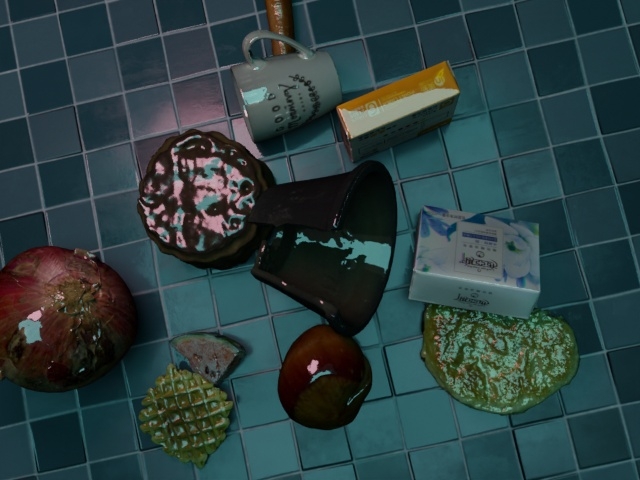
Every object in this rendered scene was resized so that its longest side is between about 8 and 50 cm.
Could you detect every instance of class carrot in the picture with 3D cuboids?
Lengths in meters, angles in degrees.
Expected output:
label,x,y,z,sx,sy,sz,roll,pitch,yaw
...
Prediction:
label,x,y,z,sx,sy,sz,roll,pitch,yaw
carrot,-0.098,-0.537,1.796,0.067,0.067,0.225,-6,86,3

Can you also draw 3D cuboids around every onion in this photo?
label,x,y,z,sx,sy,sz,roll,pitch,yaw
onion,-0.587,0.170,1.617,0.353,0.353,0.354,0,84,3

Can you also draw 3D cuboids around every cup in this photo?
label,x,y,z,sx,sy,sz,roll,pitch,yaw
cup,-0.084,-0.378,1.692,0.234,0.258,0.186,-20,44,-5

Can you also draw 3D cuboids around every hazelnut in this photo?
label,x,y,z,sx,sy,sz,roll,pitch,yaw
hazelnut,0.002,0.309,1.618,0.217,0.251,0.217,-6,44,6

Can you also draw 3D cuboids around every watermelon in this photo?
label,x,y,z,sx,sy,sz,roll,pitch,yaw
watermelon,-0.261,0.276,1.724,0.187,0.071,0.139,6,103,18

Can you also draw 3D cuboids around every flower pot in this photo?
label,x,y,z,sx,sy,sz,roll,pitch,yaw
flower pot,0.000,0.000,1.607,0.251,0.379,0.379,8,84,26

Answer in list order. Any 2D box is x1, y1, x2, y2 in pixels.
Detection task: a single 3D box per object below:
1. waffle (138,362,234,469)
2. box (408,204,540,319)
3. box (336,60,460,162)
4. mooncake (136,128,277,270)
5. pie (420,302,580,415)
label,x,y,z,sx,sy,sz,roll,pitch,yaw
waffle,-0.315,0.410,1.703,0.214,0.054,0.208,29,101,3
box,0.346,0.046,1.638,0.274,0.116,0.203,10,51,5
box,0.177,-0.291,1.676,0.273,0.221,0.091,-23,81,3
mooncake,-0.261,-0.092,1.699,0.324,0.187,0.324,-1,83,5
pie,0.404,0.250,1.678,0.371,0.078,0.296,24,85,7
